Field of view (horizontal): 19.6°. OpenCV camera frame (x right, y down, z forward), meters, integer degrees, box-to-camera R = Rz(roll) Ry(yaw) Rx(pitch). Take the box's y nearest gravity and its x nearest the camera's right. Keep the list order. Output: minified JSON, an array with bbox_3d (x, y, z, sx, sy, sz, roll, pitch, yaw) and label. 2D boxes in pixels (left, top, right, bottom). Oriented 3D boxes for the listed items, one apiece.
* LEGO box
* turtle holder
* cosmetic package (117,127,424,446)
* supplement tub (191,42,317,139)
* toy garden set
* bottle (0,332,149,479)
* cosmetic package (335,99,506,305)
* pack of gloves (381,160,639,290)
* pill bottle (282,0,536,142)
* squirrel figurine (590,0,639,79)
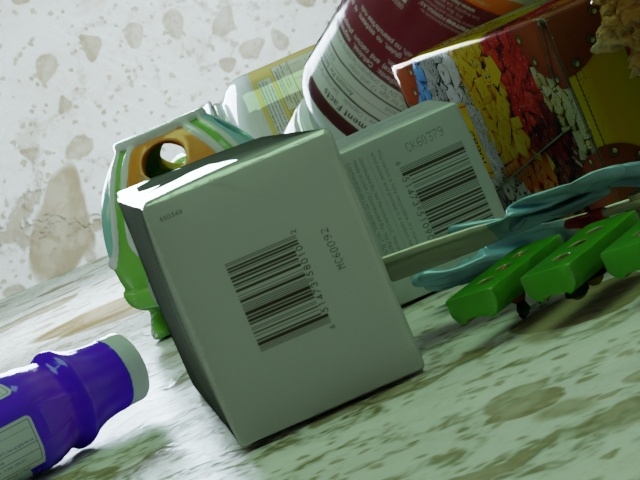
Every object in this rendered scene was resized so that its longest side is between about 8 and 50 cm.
[{"bbox_3d":[0.380,-0.202,1.840,0.500,0.193,0.372,-25,7,-17],"label":"LEGO box"},{"bbox_3d":[-0.133,-0.041,2.210,0.243,0.227,0.320,-21,7,30],"label":"turtle holder"},{"bbox_3d":[-0.055,0.026,1.475,0.155,0.197,0.365,-23,7,-6],"label":"cosmetic package"},{"bbox_3d":[0.008,-0.153,2.606,0.331,0.241,0.241,-23,6,0],"label":"supplement tub"},{"bbox_3d":[0.241,-0.002,1.315,0.244,0.049,0.204,-19,9,40],"label":"toy garden set"},{"bbox_3d":[-0.274,0.165,1.568,0.283,0.092,0.118,-27,8,-36],"label":"bottle"},{"bbox_3d":[0.075,-0.033,1.712,0.151,0.151,0.183,-24,5,-2],"label":"cosmetic package"},{"bbox_3d":[0.163,-0.022,1.468,0.232,0.046,0.195,-21,-15,11],"label":"pack of gloves"},{"bbox_3d":[0.116,-0.214,2.149,0.224,0.224,0.392,-31,-22,-51],"label":"pill bottle"},{"bbox_3d":[0.385,-0.295,1.501,0.397,0.370,0.281,-54,7,-9],"label":"squirrel figurine"}]
